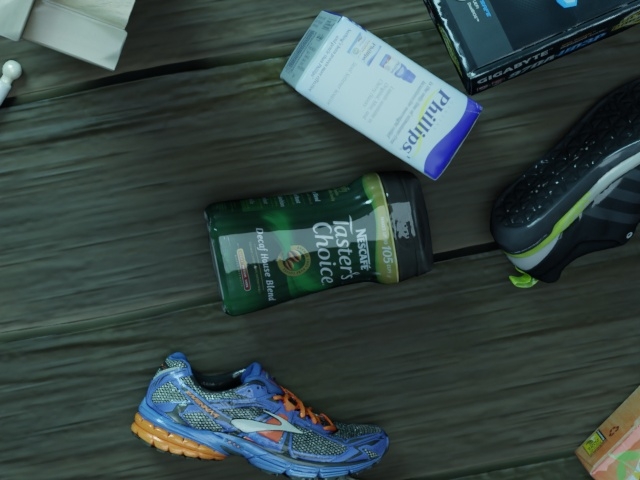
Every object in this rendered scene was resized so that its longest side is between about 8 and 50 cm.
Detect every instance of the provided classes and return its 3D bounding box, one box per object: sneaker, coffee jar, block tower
[{"bbox_3d":[-0.046,0.150,1.422,0.221,0.083,0.087,11,95,-10],"label":"sneaker"},{"bbox_3d":[0.247,-0.049,1.425,0.235,0.084,0.097,-36,126,3],"label":"sneaker"},{"bbox_3d":[0.000,0.000,1.395,0.184,0.079,0.096,-12,102,-4],"label":"coffee jar"},{"bbox_3d":[-0.178,-0.192,1.206,0.097,0.335,0.091,19,99,-9],"label":"block tower"}]

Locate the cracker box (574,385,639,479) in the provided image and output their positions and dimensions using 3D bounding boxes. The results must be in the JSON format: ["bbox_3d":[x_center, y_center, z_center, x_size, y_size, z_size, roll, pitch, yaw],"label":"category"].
[{"bbox_3d":[0.364,0.216,1.482,0.232,0.067,0.155,43,95,-11],"label":"cracker box"}]

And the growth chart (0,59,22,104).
[{"bbox_3d":[-0.364,-0.153,1.357,0.237,0.021,0.172,36,95,-11],"label":"growth chart"}]

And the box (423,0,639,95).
[{"bbox_3d":[0.153,-0.248,1.330,0.175,0.051,0.220,-23,75,0],"label":"box"}]

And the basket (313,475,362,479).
[{"bbox_3d":[0.056,0.276,1.444,0.167,0.103,0.113,19,99,-10],"label":"basket"}]

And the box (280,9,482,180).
[{"bbox_3d":[0.047,-0.120,1.352,0.137,0.126,0.072,33,95,-12],"label":"box"}]
